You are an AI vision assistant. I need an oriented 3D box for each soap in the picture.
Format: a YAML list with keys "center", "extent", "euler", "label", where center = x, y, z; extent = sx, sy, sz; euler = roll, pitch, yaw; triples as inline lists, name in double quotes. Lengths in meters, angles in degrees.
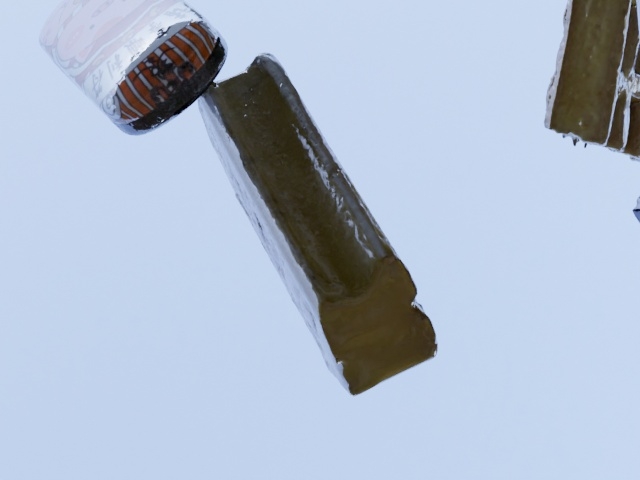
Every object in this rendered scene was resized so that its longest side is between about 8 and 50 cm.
- center: [0.000, 0.000, 1.042]
  extent: [0.080, 0.160, 0.257]
  euler: [-27, -117, -5]
  label: "soap"

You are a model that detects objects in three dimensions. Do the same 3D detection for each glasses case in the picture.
- center: [-0.150, -0.152, 1.050]
  extent: [0.103, 0.266, 0.067]
  euler: [-45, -59, -3]
  label: "glasses case"

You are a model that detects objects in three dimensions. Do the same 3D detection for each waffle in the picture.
- center: [0.351, -0.237, 1.486]
  extent: [0.348, 0.077, 0.304]
  euler: [2, -80, -59]
  label: "waffle"

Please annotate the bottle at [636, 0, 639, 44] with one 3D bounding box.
- center: [0.213, -0.122, 0.715]
  extent: [0.097, 0.110, 0.209]
  euler: [6, -116, -7]
  label: "bottle"

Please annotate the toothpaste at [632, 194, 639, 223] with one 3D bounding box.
- center: [0.350, 0.070, 1.037]
  extent: [0.066, 0.076, 0.320]
  euler: [-49, -61, -18]
  label: "toothpaste"
